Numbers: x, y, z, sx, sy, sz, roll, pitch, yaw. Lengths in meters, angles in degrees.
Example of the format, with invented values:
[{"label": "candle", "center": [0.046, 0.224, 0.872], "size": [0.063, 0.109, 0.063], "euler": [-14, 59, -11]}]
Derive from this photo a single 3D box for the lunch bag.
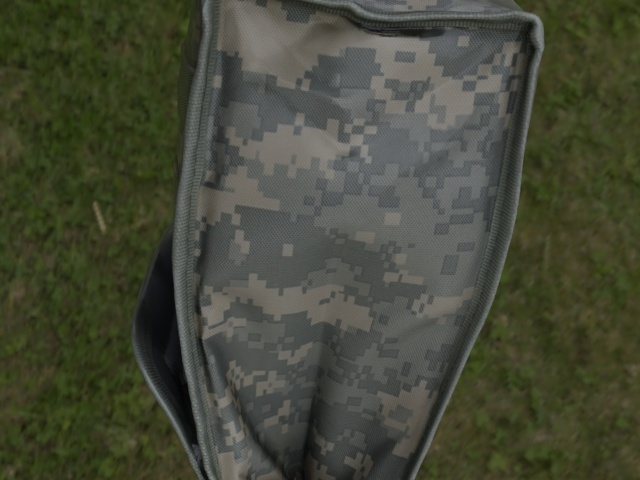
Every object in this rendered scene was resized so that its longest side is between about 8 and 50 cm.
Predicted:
[{"label": "lunch bag", "center": [0.000, 0.000, 0.660], "size": [0.169, 0.287, 0.235], "euler": [7, 19, -1]}]
